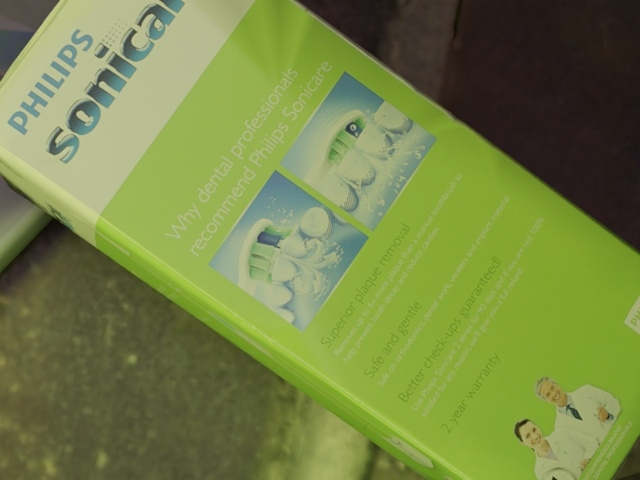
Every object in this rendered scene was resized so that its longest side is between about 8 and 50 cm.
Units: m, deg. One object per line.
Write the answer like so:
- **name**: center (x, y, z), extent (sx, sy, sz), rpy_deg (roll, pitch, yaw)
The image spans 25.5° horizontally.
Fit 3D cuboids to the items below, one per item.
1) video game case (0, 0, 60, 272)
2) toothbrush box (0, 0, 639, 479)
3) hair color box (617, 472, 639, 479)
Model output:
- **video game case**: center (-0.295, -0.066, 0.741), extent (0.300, 0.036, 0.329), rpy_deg (42, 83, 4)
- **toothbrush box**: center (0.000, 0.000, 0.636), extent (0.283, 0.206, 0.122), rpy_deg (34, 82, -4)
- **hair color box**: center (0.025, 0.213, 0.633), extent (0.374, 0.185, 0.114), rpy_deg (-19, 83, -4)
